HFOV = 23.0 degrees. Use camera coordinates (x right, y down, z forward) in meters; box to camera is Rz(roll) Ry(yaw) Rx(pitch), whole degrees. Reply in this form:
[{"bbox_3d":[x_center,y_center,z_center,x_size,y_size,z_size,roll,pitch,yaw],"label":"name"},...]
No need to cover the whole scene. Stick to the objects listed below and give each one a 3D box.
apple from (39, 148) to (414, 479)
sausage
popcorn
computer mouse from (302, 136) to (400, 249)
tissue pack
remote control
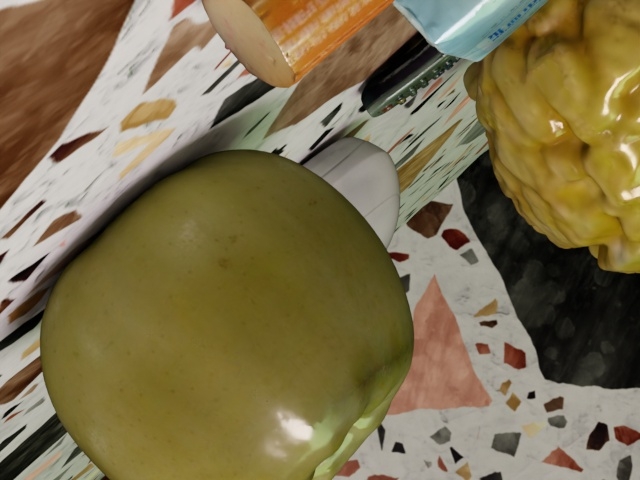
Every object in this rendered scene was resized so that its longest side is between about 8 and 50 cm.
[{"bbox_3d":[-0.063,0.068,1.118,0.262,0.262,0.262,-42,175,-5],"label":"apple"},{"bbox_3d":[0.045,-0.175,0.816,0.234,0.071,0.071,-41,175,-17],"label":"sausage"},{"bbox_3d":[0.333,-0.152,1.624,0.344,0.354,0.390,-24,175,-1],"label":"popcorn"},{"bbox_3d":[0.000,0.000,1.618,0.184,0.121,0.297,-42,174,-25],"label":"computer mouse"},{"bbox_3d":[0.170,-0.240,1.105,0.263,0.089,0.177,-45,172,14],"label":"tissue pack"},{"bbox_3d":[0.124,-0.190,1.412,0.222,0.042,0.072,-42,175,5],"label":"remote control"}]
